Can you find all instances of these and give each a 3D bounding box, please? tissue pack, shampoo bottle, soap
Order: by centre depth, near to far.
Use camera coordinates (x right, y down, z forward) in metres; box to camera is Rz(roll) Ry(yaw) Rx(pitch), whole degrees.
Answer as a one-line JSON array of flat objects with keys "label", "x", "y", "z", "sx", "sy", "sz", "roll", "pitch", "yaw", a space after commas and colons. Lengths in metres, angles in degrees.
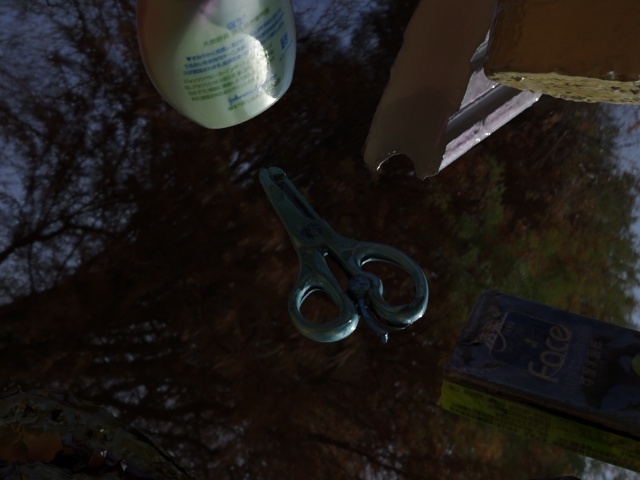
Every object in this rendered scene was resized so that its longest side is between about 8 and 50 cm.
[{"label": "tissue pack", "x": 0.266, "y": 0.147, "z": 0.803, "sx": 0.236, "sy": 0.173, "sz": 0.073, "roll": 16, "pitch": -55, "yaw": 22}, {"label": "shampoo bottle", "x": -0.144, "y": -0.315, "z": 0.940, "sx": 0.151, "sy": 0.222, "sz": 0.349, "roll": 52, "pitch": -14, "yaw": 29}, {"label": "soap", "x": 0.185, "y": -0.275, "z": 1.096, "sx": 0.159, "sy": 0.302, "sz": 0.257, "roll": 22, "pitch": -41, "yaw": 42}]

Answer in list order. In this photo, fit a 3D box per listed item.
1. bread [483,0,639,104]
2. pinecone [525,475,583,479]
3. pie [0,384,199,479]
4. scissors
[{"label": "bread", "x": 0.186, "y": -0.162, "z": 0.465, "sx": 0.148, "sy": 0.134, "sz": 0.141, "roll": 11, "pitch": -84, "yaw": 23}, {"label": "pinecone", "x": 0.200, "y": 0.313, "z": 0.628, "sx": 0.222, "sy": 0.221, "sz": 0.221, "roll": 16, "pitch": -55, "yaw": 25}, {"label": "pie", "x": -0.173, "y": 0.317, "z": 0.518, "sx": 0.395, "sy": 0.180, "sz": 0.418, "roll": -37, "pitch": -72, "yaw": 9}, {"label": "scissors", "x": 0.000, "y": -0.001, "z": 1.008, "sx": 0.393, "sy": 0.180, "sz": 0.032, "roll": -125, "pitch": -159, "yaw": -46}]
